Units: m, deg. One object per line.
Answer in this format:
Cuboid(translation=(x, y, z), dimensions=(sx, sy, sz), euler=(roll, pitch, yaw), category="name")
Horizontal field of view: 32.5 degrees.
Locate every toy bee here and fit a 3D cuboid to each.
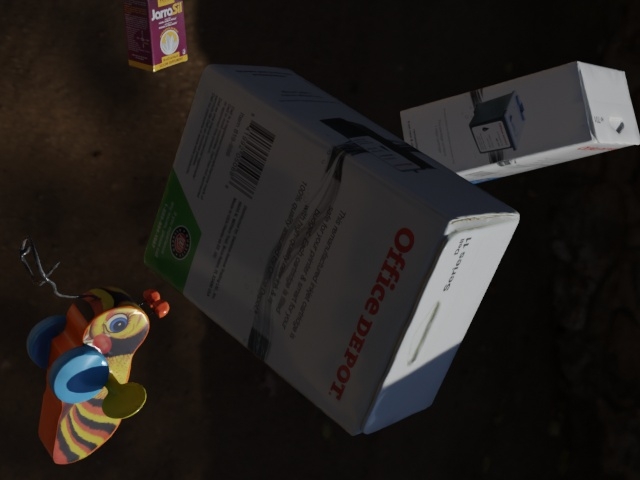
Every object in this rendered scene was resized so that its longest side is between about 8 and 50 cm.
Cuboid(translation=(-0.255, 0.128, 1.304), dimensions=(0.162, 0.195, 0.298), euler=(-14, 146, -29), category="toy bee")

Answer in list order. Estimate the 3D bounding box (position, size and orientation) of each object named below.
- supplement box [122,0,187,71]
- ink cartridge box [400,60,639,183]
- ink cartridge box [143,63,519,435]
Cuboid(translation=(-0.180, -0.234, 1.202), dimensions=(0.055, 0.043, 0.083), euler=(-30, 129, -42), category="supplement box")
Cuboid(translation=(0.198, -0.111, 1.086), dimensions=(0.140, 0.191, 0.082), euler=(-5, 82, -57), category="ink cartridge box")
Cuboid(translation=(0.000, 0.000, 0.696), dimensions=(0.087, 0.208, 0.153), euler=(-8, 127, -50), category="ink cartridge box")
